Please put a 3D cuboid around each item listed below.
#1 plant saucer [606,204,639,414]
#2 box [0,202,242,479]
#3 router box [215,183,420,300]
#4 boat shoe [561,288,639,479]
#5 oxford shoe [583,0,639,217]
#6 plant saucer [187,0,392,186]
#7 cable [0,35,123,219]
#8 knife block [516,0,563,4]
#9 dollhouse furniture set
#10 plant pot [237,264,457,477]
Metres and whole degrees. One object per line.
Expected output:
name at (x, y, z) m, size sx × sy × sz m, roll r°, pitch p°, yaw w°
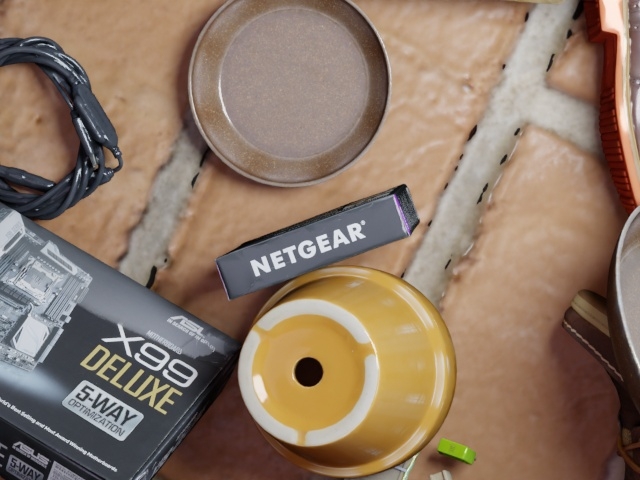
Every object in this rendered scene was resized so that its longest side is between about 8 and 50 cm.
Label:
plant saucer at (0.353, 0.106, 1.236) m, size 0.050 × 0.310 × 0.310 m, roll -35°, pitch 91°, yaw 42°
box at (-0.260, 0.107, 1.313) m, size 0.307 × 0.242 × 0.076 m, roll 30°, pitch 126°, yaw 8°
router box at (0.000, 0.000, 1.330) m, size 0.179 × 0.133 × 0.046 m, roll -20°, pitch 93°, yaw 10°
boat shoe at (0.333, 0.196, 1.318) m, size 0.123 × 0.123 × 0.342 m, roll -43°, pitch 96°, yaw 9°
oxford shoe at (0.307, -0.140, 1.293) m, size 0.098 × 0.097 × 0.271 m, roll -8°, pitch 98°, yaw 0°
plant saucer at (-0.028, -0.152, 1.366) m, size 0.199 × 0.036 × 0.198 m, roll 1°, pitch 97°, yaw 7°
cable at (-0.291, -0.115, 1.406) m, size 0.151 × 0.047 × 0.184 m, roll -31°, pitch 96°, yaw 15°
knife block at (0.100, -0.329, 1.228) m, size 0.276 × 0.242 × 0.088 m, roll 6°, pitch 55°, yaw 7°
dollhouse furniture set at (0.108, 0.232, 1.383) m, size 0.152 × 0.058 × 0.076 m, roll 17°, pitch 75°, yaw 27°
plant pot at (0.011, 0.120, 1.295) m, size 0.205 × 0.188 × 0.205 m, roll -1°, pitch 84°, yaw 13°
